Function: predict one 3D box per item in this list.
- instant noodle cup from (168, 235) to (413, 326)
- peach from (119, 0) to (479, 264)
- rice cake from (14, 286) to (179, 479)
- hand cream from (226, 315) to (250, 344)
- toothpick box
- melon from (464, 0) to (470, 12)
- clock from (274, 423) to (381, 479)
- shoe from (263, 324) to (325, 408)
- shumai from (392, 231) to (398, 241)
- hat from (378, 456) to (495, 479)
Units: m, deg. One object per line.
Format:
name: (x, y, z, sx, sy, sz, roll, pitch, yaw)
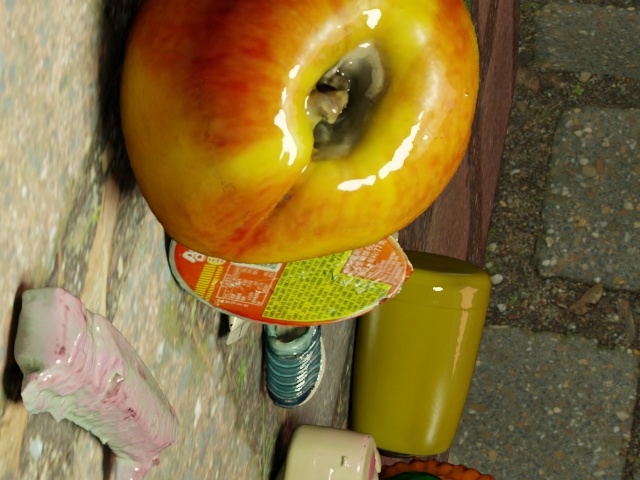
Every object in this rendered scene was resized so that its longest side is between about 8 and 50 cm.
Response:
instant noodle cup: (-0.018, -0.065, 1.403, 0.193, 0.193, 0.212, 82, 11, -56)
peach: (-0.020, -0.105, 1.179, 0.281, 0.238, 0.281, -45, -159, 23)
rice cake: (-0.144, 0.107, 1.142, 0.290, 0.051, 0.081, 71, 28, -67)
hand cream: (-0.050, -0.043, 1.565, 0.095, 0.059, 0.276, -25, 126, -79)
toothpick box: (0.130, 0.160, 2.357, 0.175, 0.175, 0.271, -38, 137, -76)
melon: (0.055, -0.222, 1.645, 0.182, 0.182, 0.287, -62, 158, -63)
clock: (0.003, 0.359, 1.964, 0.309, 0.114, 0.284, 54, 43, -77)
shoe: (-0.029, 0.101, 1.739, 0.071, 0.064, 0.142, -17, 111, -80)
shumai: (0.025, 0.008, 1.818, 0.145, 0.116, 0.145, 8, 90, -78)
hat: (0.120, 0.420, 2.277, 0.400, 0.285, 0.285, 24, 73, -67)
